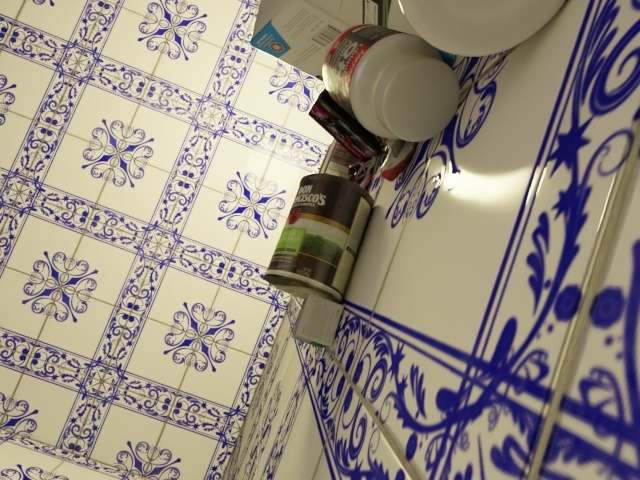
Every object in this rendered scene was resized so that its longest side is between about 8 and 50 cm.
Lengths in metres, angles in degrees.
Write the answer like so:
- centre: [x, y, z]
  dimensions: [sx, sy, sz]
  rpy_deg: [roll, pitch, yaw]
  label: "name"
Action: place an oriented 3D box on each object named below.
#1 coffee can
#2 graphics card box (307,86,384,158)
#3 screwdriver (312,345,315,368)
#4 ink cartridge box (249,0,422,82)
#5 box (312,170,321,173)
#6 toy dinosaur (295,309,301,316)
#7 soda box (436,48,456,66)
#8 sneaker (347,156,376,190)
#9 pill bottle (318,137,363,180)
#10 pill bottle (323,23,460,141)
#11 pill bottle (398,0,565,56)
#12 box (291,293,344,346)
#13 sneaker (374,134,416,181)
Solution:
- centre: [0.000, 0.000, 1.131]
  dimensions: [0.201, 0.202, 0.275]
  rpy_deg: [123, 167, -71]
  label: "coffee can"
- centre: [0.085, -0.350, 1.328]
  dimensions: [0.094, 0.233, 0.371]
  rpy_deg: [-49, 11, 1]
  label: "graphics card box"
- centre: [-0.019, 0.287, 1.184]
  dimensions: [0.025, 0.024, 0.170]
  rpy_deg: [-36, 17, 17]
  label: "screwdriver"
- centre: [0.057, -0.550, 1.195]
  dimensions: [0.285, 0.395, 0.166]
  rpy_deg: [-1, 74, 59]
  label: "ink cartridge box"
- centre: [0.023, -0.106, 1.498]
  dimensions: [0.119, 0.182, 0.180]
  rpy_deg: [-78, 10, -63]
  label: "box"
- centre: [-0.039, 0.211, 1.750]
  dimensions: [0.092, 0.053, 0.183]
  rpy_deg: [91, -159, -52]
  label: "toy dinosaur"
- centre: [0.222, -0.360, 0.975]
  dimensions: [0.210, 0.067, 0.071]
  rpy_deg: [122, 168, -71]
  label: "soda box"
- centre: [0.130, -0.231, 1.466]
  dimensions: [0.178, 0.077, 0.072]
  rpy_deg: [-73, 7, -52]
  label: "sneaker"
- centre: [0.084, -0.259, 1.613]
  dimensions: [0.162, 0.162, 0.278]
  rpy_deg: [-108, 39, -84]
  label: "pill bottle"
- centre: [0.123, -0.292, 0.831]
  dimensions: [0.318, 0.176, 0.176]
  rpy_deg: [-115, 43, -57]
  label: "pill bottle"
- centre: [0.188, -0.360, 0.579]
  dimensions: [0.334, 0.188, 0.187]
  rpy_deg: [-75, 7, -57]
  label: "pill bottle"
- centre: [-0.008, 0.190, 1.053]
  dimensions: [0.101, 0.087, 0.101]
  rpy_deg: [123, 168, -71]
  label: "box"
- centre: [0.153, -0.215, 0.970]
  dimensions: [0.088, 0.093, 0.225]
  rpy_deg: [116, 173, -51]
  label: "sneaker"
